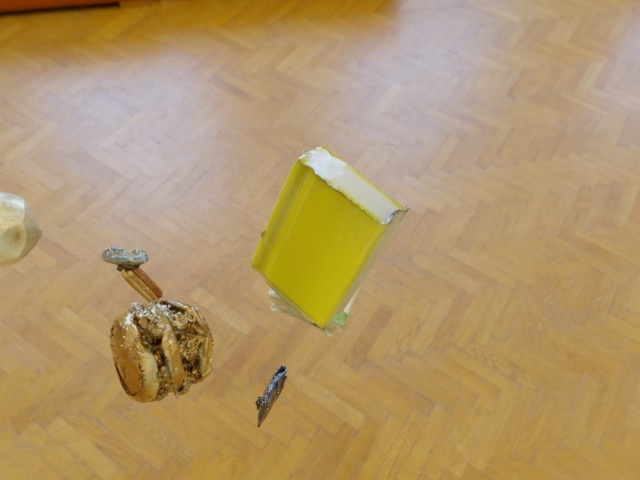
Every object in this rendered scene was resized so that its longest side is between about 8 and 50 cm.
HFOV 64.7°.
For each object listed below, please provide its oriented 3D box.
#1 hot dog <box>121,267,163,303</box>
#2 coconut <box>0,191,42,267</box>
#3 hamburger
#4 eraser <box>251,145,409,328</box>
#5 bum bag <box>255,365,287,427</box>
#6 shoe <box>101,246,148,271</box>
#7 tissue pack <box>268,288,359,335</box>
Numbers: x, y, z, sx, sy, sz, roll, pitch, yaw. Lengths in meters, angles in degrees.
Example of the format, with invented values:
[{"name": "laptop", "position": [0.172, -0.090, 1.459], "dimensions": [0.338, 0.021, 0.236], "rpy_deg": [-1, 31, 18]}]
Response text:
[{"name": "hot dog", "position": [-0.703, 0.178, 2.002], "dimensions": [0.062, 0.236, 0.092], "rpy_deg": [-23, 31, 15]}, {"name": "coconut", "position": [-0.674, -0.022, 1.051], "dimensions": [0.162, 0.161, 0.161], "rpy_deg": [18, 47, -39]}, {"name": "hamburger", "position": [-0.393, 0.255, 1.229], "dimensions": [0.211, 0.261, 0.245], "rpy_deg": [-20, 66, -39]}, {"name": "eraser", "position": [0.000, 0.000, 0.708], "dimensions": [0.158, 0.226, 0.069], "rpy_deg": [38, 38, 13]}, {"name": "bum bag", "position": [-0.179, 0.542, 1.772], "dimensions": [0.059, 0.123, 0.248], "rpy_deg": [26, 19, 8]}, {"name": "shoe", "position": [-0.739, 0.080, 1.889], "dimensions": [0.169, 0.099, 0.071], "rpy_deg": [6, 49, -43]}, {"name": "tissue pack", "position": [0.012, 0.108, 1.707], "dimensions": [0.266, 0.194, 0.357], "rpy_deg": [24, 66, 5]}]
